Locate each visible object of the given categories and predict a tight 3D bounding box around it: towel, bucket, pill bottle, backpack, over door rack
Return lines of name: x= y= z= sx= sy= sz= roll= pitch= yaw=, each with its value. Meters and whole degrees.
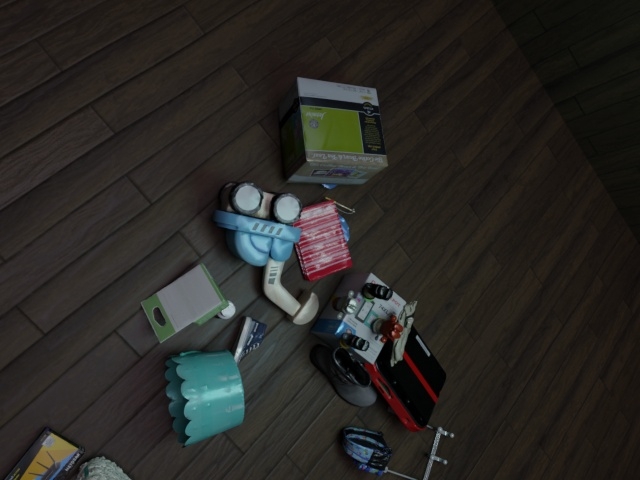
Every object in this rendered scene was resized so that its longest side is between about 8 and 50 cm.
towel: x=0.000 y=0.000 z=1.833 sx=0.199 sy=0.031 sz=0.274 roll=-17 pitch=93 yaw=-17
bucket: x=-0.361 y=0.474 z=1.497 sx=0.183 sy=0.281 sz=0.281 roll=-6 pitch=86 yaw=-29
pill bottle: x=-0.325 y=0.231 z=1.624 sx=0.065 sy=0.116 sz=0.065 roll=4 pitch=82 yaw=-26
backpack: x=0.157 y=0.768 z=1.787 sx=0.173 sy=0.158 sz=0.117 roll=21 pitch=93 yaw=-10
over door rack: x=0.381 y=0.833 z=1.914 sx=0.324 sy=0.108 sz=0.239 roll=29 pitch=71 yaw=-21

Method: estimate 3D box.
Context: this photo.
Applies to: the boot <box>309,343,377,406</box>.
boot: x=0.120 y=0.509 z=1.755 sx=0.338 sy=0.223 sz=0.118 roll=42 pitch=67 yaw=-16

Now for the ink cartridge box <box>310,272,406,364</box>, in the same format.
ink cartridge box: x=0.142 y=0.285 z=1.808 sx=0.198 sy=0.197 sz=0.270 roll=40 pitch=68 yaw=-17

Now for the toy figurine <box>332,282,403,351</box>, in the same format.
toy figurine: x=0.151 y=0.256 z=1.631 sx=0.210 sy=0.148 sz=0.213 roll=-19 pitch=94 yaw=-21

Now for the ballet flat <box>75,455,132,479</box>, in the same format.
ballet flat: x=-0.562 y=0.812 z=1.426 sx=0.409 sy=0.147 sz=0.147 roll=49 pitch=66 yaw=-14

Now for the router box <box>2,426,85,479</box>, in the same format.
router box: x=-0.789 y=0.647 z=1.378 sx=0.133 sy=0.046 sz=0.179 roll=41 pitch=68 yaw=-17

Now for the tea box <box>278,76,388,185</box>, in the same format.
tea box: x=0.040 y=-0.393 z=1.806 sx=0.329 sy=0.220 sz=0.323 roll=0 pitch=75 yaw=-25

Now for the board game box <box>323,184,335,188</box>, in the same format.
board game box: x=0.040 y=-0.279 z=1.921 sx=0.169 sy=0.033 sz=0.133 roll=-33 pitch=92 yaw=-29

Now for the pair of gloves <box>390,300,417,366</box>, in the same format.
pair of gloves: x=0.306 y=0.337 z=1.770 sx=0.240 sy=0.042 sz=0.204 roll=-27 pitch=127 yaw=-66

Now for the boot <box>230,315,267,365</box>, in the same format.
boot: x=-0.250 y=0.364 z=1.672 sx=0.086 sy=0.069 sz=0.190 roll=25 pitch=72 yaw=-19

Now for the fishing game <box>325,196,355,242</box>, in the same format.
fishing game: x=0.020 y=-0.030 z=1.877 sx=0.189 sy=0.041 sz=0.264 roll=20 pitch=81 yaw=-15

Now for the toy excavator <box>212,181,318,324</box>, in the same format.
toy excavator: x=-0.182 y=0.048 z=1.696 sx=0.433 sy=0.222 sz=0.445 roll=13 pitch=92 yaw=-25

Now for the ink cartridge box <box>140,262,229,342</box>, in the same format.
ink cartridge box: x=-0.437 y=0.204 z=1.562 sx=0.235 sy=0.056 sz=0.171 roll=-35 pitch=63 yaw=-6

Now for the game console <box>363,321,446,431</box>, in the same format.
game console: x=0.342 y=0.511 z=1.914 sx=0.386 sy=0.060 sz=0.342 roll=55 pitch=41 yaw=-11
